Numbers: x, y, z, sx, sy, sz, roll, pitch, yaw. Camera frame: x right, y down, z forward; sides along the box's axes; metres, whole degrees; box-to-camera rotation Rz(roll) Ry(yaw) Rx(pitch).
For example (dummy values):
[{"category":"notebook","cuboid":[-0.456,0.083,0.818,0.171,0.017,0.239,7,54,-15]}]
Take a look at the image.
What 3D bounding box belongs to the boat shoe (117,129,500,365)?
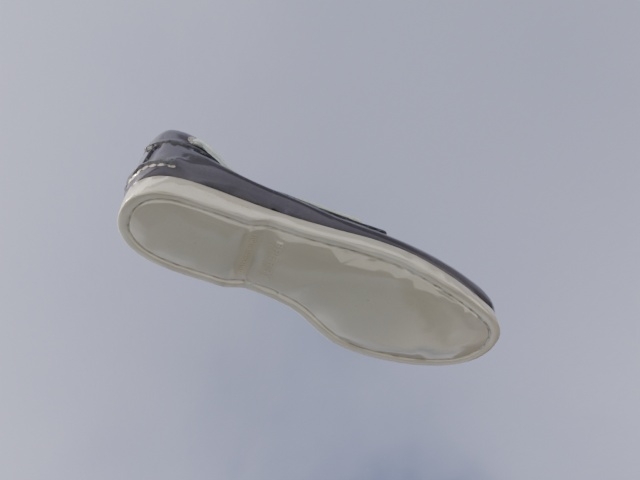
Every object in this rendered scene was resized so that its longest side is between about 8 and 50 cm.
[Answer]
[{"category":"boat shoe","cuboid":[0.000,0.000,0.923,0.206,0.075,0.065,22,-137,-14]}]
